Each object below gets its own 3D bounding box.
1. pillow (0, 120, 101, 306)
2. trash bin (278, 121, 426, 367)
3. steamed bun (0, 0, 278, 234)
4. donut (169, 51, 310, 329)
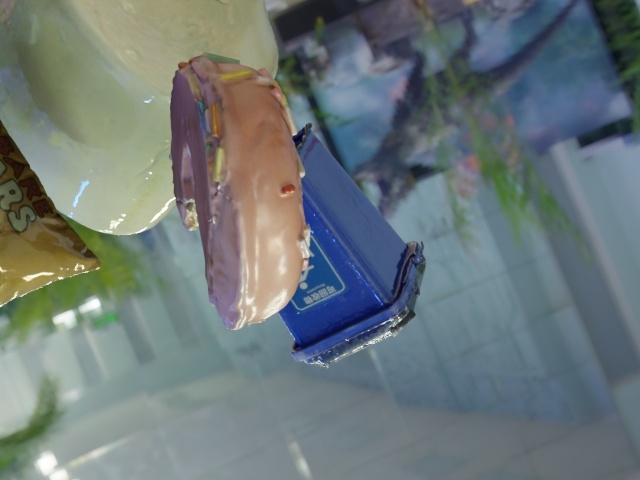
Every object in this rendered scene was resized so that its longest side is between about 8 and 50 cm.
[{"bbox_3d":[-0.449,-0.028,1.648,0.312,0.310,0.119,-33,174,-31],"label":"pillow"},{"bbox_3d":[0.000,0.000,1.650,0.162,0.234,0.184,-28,-161,24],"label":"trash bin"},{"bbox_3d":[-0.286,-0.265,1.829,0.290,0.456,0.371,-6,154,-41],"label":"steamed bun"},{"bbox_3d":[-0.069,-0.056,1.212,0.085,0.199,0.233,-8,-143,-13],"label":"donut"}]
